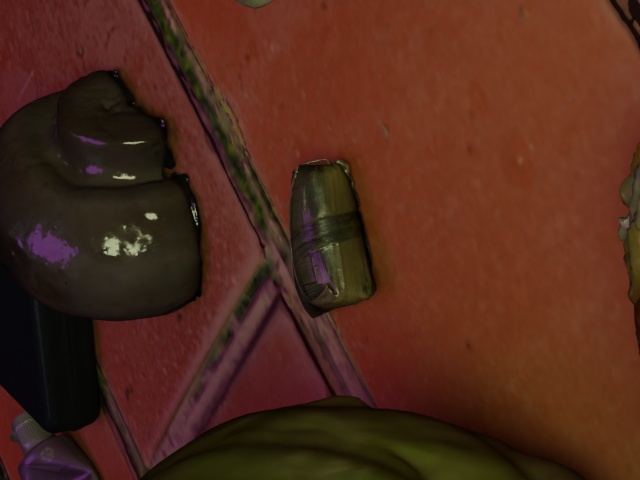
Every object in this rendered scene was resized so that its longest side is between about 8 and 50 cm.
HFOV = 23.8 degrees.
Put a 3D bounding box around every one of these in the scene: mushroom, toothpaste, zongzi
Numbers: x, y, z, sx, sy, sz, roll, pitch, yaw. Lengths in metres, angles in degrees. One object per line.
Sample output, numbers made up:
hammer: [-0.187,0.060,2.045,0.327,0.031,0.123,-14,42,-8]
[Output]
mushroom: [-0.157,-0.019,0.988,0.188,0.117,0.141,40,147,39]
toothpaste: [-0.170,0.262,1.192,0.301,0.048,0.075,57,142,25]
zongzi: [0.000,0.000,0.795,0.083,0.040,0.076,142,118,-77]

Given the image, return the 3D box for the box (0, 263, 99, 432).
box: [-0.247,0.046,1.220,0.230,0.050,0.160,30,128,53]

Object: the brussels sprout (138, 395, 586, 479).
brussels sprout: [0.011,0.197,0.613,0.316,0.273,0.243,31,121,54]

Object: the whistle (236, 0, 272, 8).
whistle: [-0.009,-0.263,0.569,0.189,0.189,0.348,5,93,59]

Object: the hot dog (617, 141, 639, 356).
hot dog: [0.159,0.043,0.474,0.146,0.103,0.213,129,133,-80]
